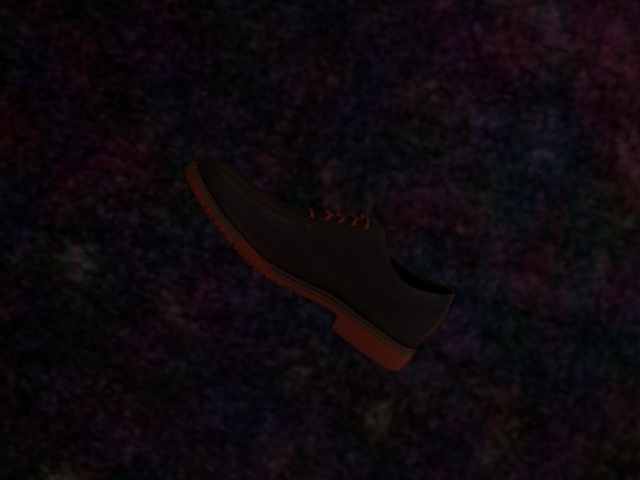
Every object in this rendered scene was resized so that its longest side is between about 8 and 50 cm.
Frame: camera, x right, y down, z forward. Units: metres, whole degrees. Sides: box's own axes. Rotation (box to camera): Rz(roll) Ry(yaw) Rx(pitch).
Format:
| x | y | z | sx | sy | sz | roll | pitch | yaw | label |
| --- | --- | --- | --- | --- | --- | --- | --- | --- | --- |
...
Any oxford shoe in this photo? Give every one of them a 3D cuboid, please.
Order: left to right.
| x | y | z | sx | sy | sz | roll | pitch | yaw | label |
| --- | --- | --- | --- | --- | --- | --- | --- | --- | --- |
| 0.000 | 0.000 | 1.245 | 0.271 | 0.097 | 0.098 | 38 | 105 | -20 | oxford shoe |
